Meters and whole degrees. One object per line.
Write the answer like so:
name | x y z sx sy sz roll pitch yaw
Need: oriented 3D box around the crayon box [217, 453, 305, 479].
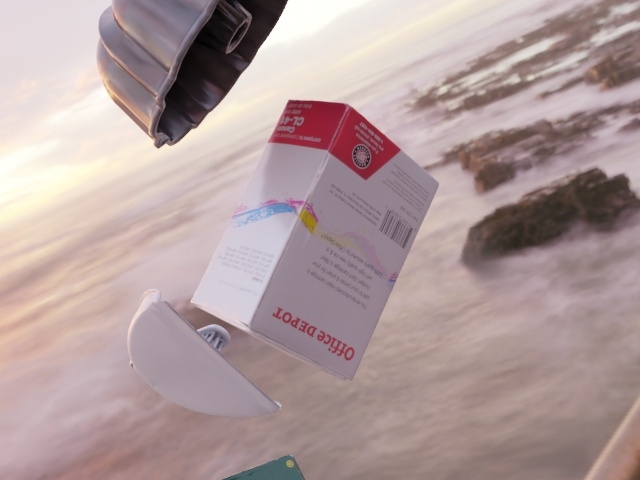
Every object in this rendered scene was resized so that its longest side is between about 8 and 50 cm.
crayon box | -0.086 0.399 0.690 0.313 0.363 0.106 -11 -33 -36

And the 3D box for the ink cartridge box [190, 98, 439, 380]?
ink cartridge box | 0.000 0.000 1.115 0.131 0.226 0.306 17 77 44

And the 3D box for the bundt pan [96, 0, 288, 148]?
bundt pan | -0.144 -0.277 0.993 0.331 0.124 0.331 -54 -1 -1

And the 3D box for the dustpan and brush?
dustpan and brush | -0.132 0.108 0.766 0.211 0.147 0.060 -27 24 44
